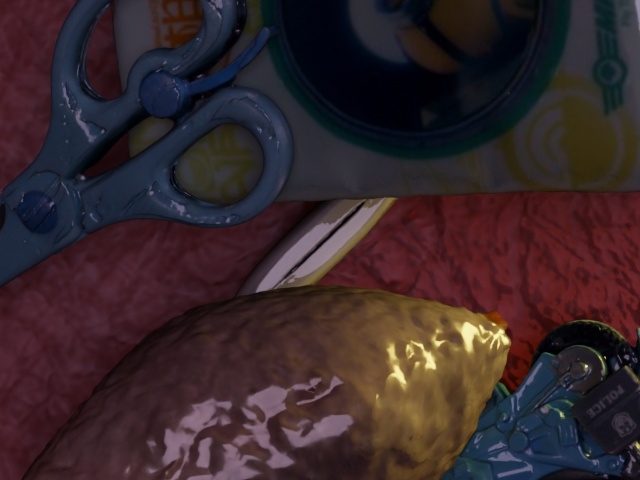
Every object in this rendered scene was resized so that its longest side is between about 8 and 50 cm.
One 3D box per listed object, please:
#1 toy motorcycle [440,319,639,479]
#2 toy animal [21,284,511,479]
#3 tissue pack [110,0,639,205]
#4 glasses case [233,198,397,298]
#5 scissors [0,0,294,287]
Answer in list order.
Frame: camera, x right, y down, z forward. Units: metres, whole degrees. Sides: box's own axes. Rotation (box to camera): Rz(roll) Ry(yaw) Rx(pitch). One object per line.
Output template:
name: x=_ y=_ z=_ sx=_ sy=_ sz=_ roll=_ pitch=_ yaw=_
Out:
toy motorcycle: x=0.151 y=0.185 z=1.202 sx=0.272 sy=0.123 sz=0.182 roll=-40 pitch=71 yaw=12
toy animal: x=-0.040 y=0.132 z=1.142 sx=0.358 sy=0.226 sz=0.188 roll=-20 pitch=78 yaw=-5
tissue pack: x=0.058 y=-0.174 z=1.105 sx=0.388 sy=0.162 sz=0.287 roll=-2 pitch=100 yaw=21
glasses case: x=0.000 y=0.000 z=1.226 sx=0.164 sy=0.063 sz=0.041 roll=-43 pitch=94 yaw=-5
scissors: x=-0.177 y=-0.033 z=1.126 sx=0.393 sy=0.032 sz=0.180 roll=-33 pitch=88 yaw=27
